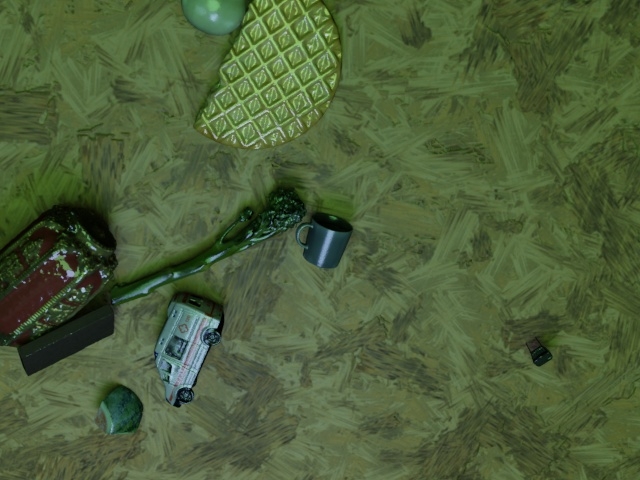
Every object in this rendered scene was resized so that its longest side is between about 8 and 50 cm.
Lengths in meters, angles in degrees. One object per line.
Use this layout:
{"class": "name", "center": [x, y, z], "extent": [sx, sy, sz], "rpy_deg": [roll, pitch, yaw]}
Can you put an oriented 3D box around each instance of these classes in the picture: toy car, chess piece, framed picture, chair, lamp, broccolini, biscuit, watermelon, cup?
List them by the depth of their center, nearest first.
{"class": "chess piece", "center": [-0.136, -0.443, 1.387], "extent": [0.144, 0.144, 0.251], "rpy_deg": [25, 110, -12]}
{"class": "biscuit", "center": [-0.070, -0.281, 1.493], "extent": [0.204, 0.040, 0.309], "rpy_deg": [26, 105, -12]}
{"class": "lamp", "center": [-0.478, 0.064, 1.518], "extent": [0.274, 0.177, 0.177], "rpy_deg": [-40, 107, 8]}
{"class": "framed picture", "center": [-0.444, 0.175, 1.548], "extent": [0.168, 0.128, 0.023], "rpy_deg": [-27, 76, -22]}
{"class": "cup", "center": [0.000, 0.000, 1.572], "extent": [0.100, 0.078, 0.077], "rpy_deg": [10, 113, -23]}
{"class": "broccolini", "center": [-0.209, 0.009, 1.576], "extent": [0.392, 0.074, 0.079], "rpy_deg": [-23, 150, 5]}
{"class": "toy car", "center": [-0.255, 0.202, 1.618], "extent": [0.108, 0.089, 0.209], "rpy_deg": [22, 104, -11]}
{"class": "watermelon", "center": [-0.386, 0.321, 1.666], "extent": [0.072, 0.084, 0.092], "rpy_deg": [-11, 72, 21]}
{"class": "chair", "center": [0.419, 0.219, 1.675], "extent": [0.037, 0.086, 0.042], "rpy_deg": [-36, 102, 10]}
